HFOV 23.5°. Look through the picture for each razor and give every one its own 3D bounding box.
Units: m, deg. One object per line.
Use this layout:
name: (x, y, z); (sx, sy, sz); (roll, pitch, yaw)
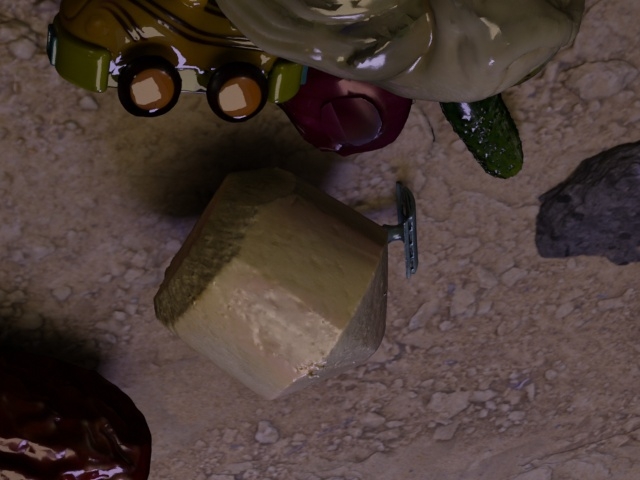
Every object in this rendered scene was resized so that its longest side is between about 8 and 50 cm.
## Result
razor: (0.000, 0.000, 1.827); (0.232, 0.068, 0.106); (-6, 138, -1)

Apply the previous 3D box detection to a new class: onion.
onion: (0.006, -0.157, 1.582); (0.198, 0.135, 0.173); (-11, 136, -3)

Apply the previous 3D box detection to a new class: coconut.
coconut: (-0.039, 0.054, 1.694); (0.244, 0.239, 0.239); (31, 126, -7)

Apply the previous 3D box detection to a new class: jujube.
jujube: (-0.396, 0.258, 1.842); (0.377, 0.276, 0.276); (24, 127, -22)

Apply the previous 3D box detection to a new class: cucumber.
cucumber: (0.184, -0.132, 1.725); (0.069, 0.069, 0.227); (-26, 142, 11)

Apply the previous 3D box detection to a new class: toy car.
toy car: (-0.130, -0.211, 1.453); (0.248, 0.200, 0.142); (1, 115, -21)

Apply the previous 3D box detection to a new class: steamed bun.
steamed bun: (0.090, -0.272, 1.344); (0.339, 0.352, 0.247); (25, 159, 13)

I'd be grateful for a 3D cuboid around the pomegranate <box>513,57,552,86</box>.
pomegranate: (0.185, -0.241, 1.530); (0.210, 0.179, 0.179); (-13, 143, -31)
